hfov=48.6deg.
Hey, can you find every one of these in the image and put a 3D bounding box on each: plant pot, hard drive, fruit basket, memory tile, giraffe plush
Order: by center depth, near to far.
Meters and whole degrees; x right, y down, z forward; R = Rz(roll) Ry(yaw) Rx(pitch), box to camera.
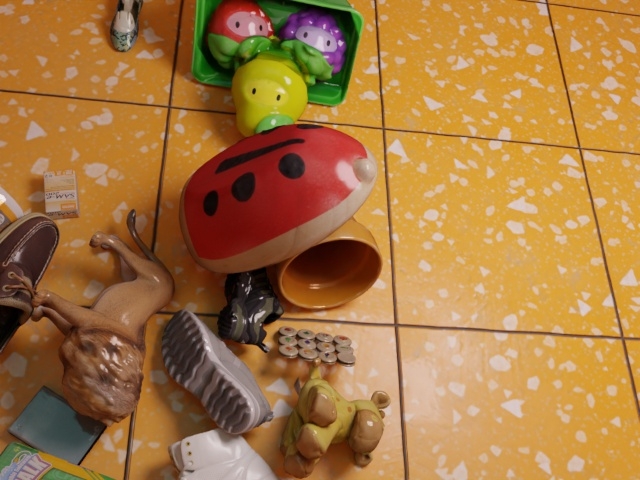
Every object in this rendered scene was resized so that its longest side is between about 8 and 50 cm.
[{"bbox_3d":[-0.453,0.326,1.225,0.135,0.022,0.094,30,60,6],"label":"hard drive"},{"bbox_3d":[0.037,0.329,1.262,0.170,0.181,0.210,21,25,-10],"label":"giraffe plush"},{"bbox_3d":[-0.008,0.200,1.347,0.148,0.012,0.113,10,20,-6],"label":"memory tile"},{"bbox_3d":[0.000,0.000,1.406,0.205,0.205,0.188,-5,47,-14],"label":"plant pot"},{"bbox_3d":[-0.105,-0.401,1.572,0.392,0.283,0.392,8,43,-7],"label":"fruit basket"}]

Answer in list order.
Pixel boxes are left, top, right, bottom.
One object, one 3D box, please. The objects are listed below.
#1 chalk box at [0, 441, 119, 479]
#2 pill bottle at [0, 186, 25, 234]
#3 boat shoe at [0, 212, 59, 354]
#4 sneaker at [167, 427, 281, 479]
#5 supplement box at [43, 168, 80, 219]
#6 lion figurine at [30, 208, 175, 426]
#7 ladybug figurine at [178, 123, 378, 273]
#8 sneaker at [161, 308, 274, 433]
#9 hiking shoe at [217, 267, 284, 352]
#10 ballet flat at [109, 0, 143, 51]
[{"bbox_3d":[-0.438,0.438,1.045,0.289,0.179,0.180,20,30,-1],"label":"chalk box"},{"bbox_3d":[-0.682,0.016,1.272,0.162,0.162,0.278,29,61,6],"label":"pill bottle"},{"bbox_3d":[-0.550,0.107,1.249,0.123,0.123,0.342,13,60,27],"label":"boat shoe"},{"bbox_3d":[-0.226,0.428,1.174,0.292,0.108,0.169,-30,69,-34],"label":"sneaker"},{"bbox_3d":[-0.524,-0.094,1.433,0.062,0.036,0.098,-8,64,-14],"label":"supplement box"},{"bbox_3d":[-0.358,0.124,1.283,0.240,0.142,0.392,34,51,-4],"label":"lion figurine"},{"bbox_3d":[-0.099,-0.093,1.303,0.162,0.449,0.305,50,41,-30],"label":"ladybug figurine"},{"bbox_3d":[-0.192,0.242,1.292,0.105,0.115,0.281,-47,59,10],"label":"sneaker"},{"bbox_3d":[-0.127,0.111,1.385,0.114,0.086,0.227,30,49,-23],"label":"hiking shoe"},{"bbox_3d":[-0.459,-0.533,1.671,0.070,0.070,0.188,3,61,-9],"label":"ballet flat"}]
